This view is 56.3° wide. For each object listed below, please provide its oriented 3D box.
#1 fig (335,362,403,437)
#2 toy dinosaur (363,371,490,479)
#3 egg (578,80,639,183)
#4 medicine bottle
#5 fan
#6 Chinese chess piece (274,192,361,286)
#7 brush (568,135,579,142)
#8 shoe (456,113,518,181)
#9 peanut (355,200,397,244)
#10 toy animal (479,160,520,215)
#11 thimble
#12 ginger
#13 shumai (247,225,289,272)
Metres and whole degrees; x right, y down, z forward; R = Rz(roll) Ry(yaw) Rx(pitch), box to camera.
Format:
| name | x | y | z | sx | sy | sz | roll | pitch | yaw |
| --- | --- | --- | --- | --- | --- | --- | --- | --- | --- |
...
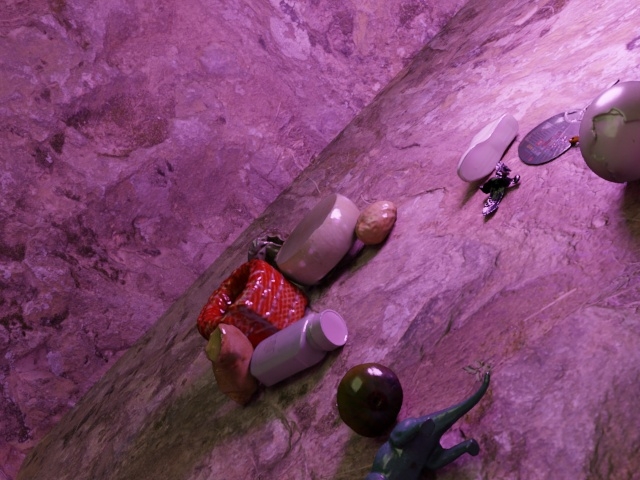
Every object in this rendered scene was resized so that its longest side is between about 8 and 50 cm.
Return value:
| name | x | y | z | sx | sy | sz | roll | pitch | yaw |
| --- | --- | --- | --- | --- | --- | --- | --- | --- | --- |
| fig | 0.089 | 0.343 | 1.288 | 0.149 | 0.149 | 0.245 | -52 | 0 | -19 |
| toy dinosaur | 0.124 | 0.397 | 1.102 | 0.383 | 0.129 | 0.331 | -51 | 10 | -22 |
| egg | 0.608 | -0.206 | 1.190 | 0.183 | 0.183 | 0.217 | -15 | 42 | 57 |
| medicine bottle | -0.063 | 0.298 | 1.686 | 0.296 | 0.111 | 0.161 | -35 | 22 | 34 |
| fan | 0.642 | -0.291 | 1.568 | 0.294 | 0.012 | 0.223 | -30 | 23 | 41 |
| Chinese chess piece | 0.000 | 0.000 | 2.078 | 0.349 | 0.146 | 0.349 | -46 | 13 | 14 |
| brush | 0.659 | -0.247 | 1.424 | 0.043 | 0.014 | 0.170 | -53 | 20 | -14 |
| shoe | 0.475 | -0.261 | 1.760 | 0.265 | 0.095 | 0.110 | -45 | 11 | -17 |
| peanut | 0.176 | -0.057 | 1.923 | 0.159 | 0.109 | 0.140 | -52 | -2 | -34 |
| toy animal | 0.472 | -0.151 | 1.586 | 0.108 | 0.062 | 0.220 | -52 | 8 | 49 |
| thimble | -0.228 | 0.236 | 1.993 | 0.350 | 0.230 | 0.350 | -42 | 18 | 17 |
| ginger | -0.261 | 0.361 | 1.774 | 0.138 | 0.267 | 0.152 | -10 | 23 | 34 |
| shumai | -0.147 | 0.069 | 2.352 | 0.260 | 0.221 | 0.225 | 18 | -91 | -77 |
